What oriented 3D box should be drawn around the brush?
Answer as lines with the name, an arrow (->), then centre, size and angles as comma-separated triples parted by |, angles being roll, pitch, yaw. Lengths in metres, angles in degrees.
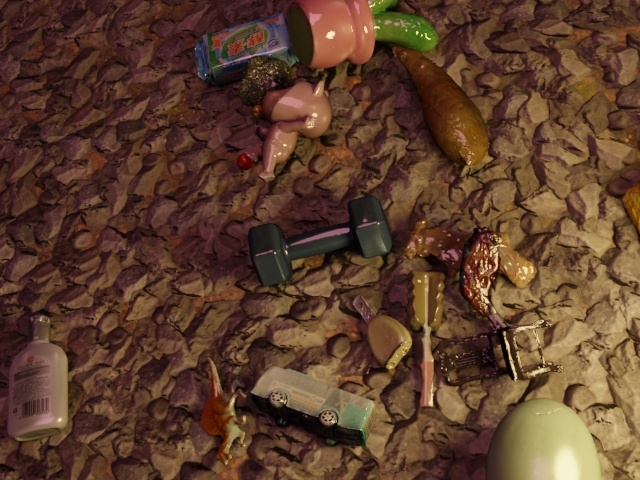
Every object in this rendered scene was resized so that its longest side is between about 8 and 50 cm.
brush -> 0.222, 0.203, 1.861 | 0.084, 0.071, 0.301 | -1, 65, 11

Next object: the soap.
soap -> -0.198, -0.518, 2.394 | 0.293, 0.077, 0.156 | -15, 57, 7

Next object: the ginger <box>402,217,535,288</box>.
ginger -> 0.325, 0.027, 1.922 | 0.290, 0.084, 0.122 | 14, 63, 22

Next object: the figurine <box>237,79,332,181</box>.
figurine -> -0.096, -0.283, 2.180 | 0.186, 0.176, 0.287 | 36, 88, 4

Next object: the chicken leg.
chicken leg -> 0.345, 0.097, 1.849 | 0.106, 0.051, 0.253 | -12, 84, 21

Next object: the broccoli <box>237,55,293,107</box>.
broccoli -> -0.137, -0.406, 2.287 | 0.138, 0.146, 0.162 | 19, 80, 58

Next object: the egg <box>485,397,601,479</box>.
egg -> 0.402, 0.423, 1.594 | 0.203, 0.203, 0.282 | 1, 63, 16

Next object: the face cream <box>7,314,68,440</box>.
face cream -> -0.650, 0.310, 2.028 | 0.144, 0.071, 0.291 | -16, 58, 5

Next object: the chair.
chair -> 0.353, 0.231, 1.763 | 0.229, 0.113, 0.106 | -14, 85, 6

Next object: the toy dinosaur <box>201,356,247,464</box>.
toy dinosaur -> -0.213, 0.366, 1.898 | 0.142, 0.057, 0.212 | -53, 47, 4

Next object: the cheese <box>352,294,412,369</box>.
cheese -> 0.123, 0.186, 1.901 | 0.097, 0.037, 0.192 | -54, 45, 18

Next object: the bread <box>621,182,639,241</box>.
bread -> 0.744, -0.051, 1.820 | 0.160, 0.147, 0.260 | -15, 57, 3

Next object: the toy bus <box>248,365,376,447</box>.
toy bus -> -0.016, 0.346, 1.828 | 0.262, 0.091, 0.109 | 17, 55, 22

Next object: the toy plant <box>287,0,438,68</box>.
toy plant -> 0.092, -0.584, 2.285 | 0.356, 0.210, 0.317 | -21, 54, -13

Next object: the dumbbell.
dumbbell -> 0.000, 0.000, 1.992 | 0.316, 0.143, 0.156 | -16, 57, 7

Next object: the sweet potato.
sweet potato -> 0.294, -0.328, 2.119 | 0.131, 0.130, 0.422 | -23, 55, 1
